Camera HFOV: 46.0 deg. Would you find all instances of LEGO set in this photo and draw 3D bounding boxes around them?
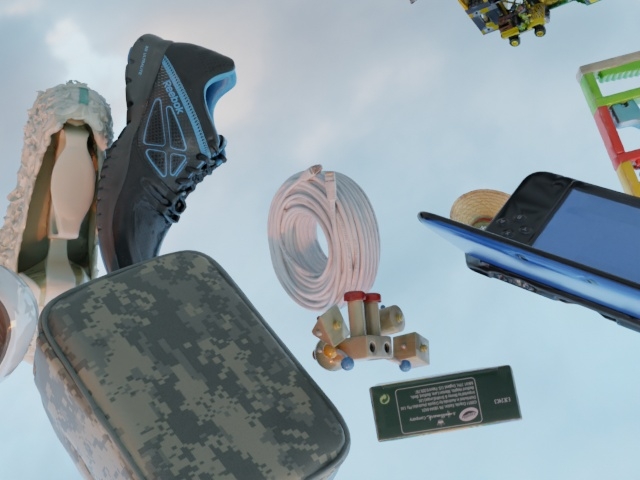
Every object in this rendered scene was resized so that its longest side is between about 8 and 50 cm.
[{"bbox_3d":[0.252,-0.447,0.993,0.255,0.192,0.331,-5,-118,41],"label":"LEGO set"}]

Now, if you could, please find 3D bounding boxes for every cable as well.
[{"bbox_3d":[0.000,0.000,1.356,0.089,0.257,0.257,-15,-179,-36],"label":"cable"}]

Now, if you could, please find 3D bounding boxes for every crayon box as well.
[{"bbox_3d":[0.188,0.254,1.200,0.203,0.323,0.083,-10,-100,4],"label":"crayon box"}]

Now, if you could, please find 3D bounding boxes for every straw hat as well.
[{"bbox_3d":[0.236,0.004,1.045,0.144,0.144,0.061,4,-137,35],"label":"straw hat"}]

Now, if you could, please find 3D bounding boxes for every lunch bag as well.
[{"bbox_3d":[-0.147,0.198,0.766,0.212,0.256,0.305,-23,-122,-39],"label":"lunch bag"}]

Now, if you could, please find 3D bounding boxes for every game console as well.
[{"bbox_3d":[0.291,-0.008,0.772,0.293,0.173,0.250,23,-123,33],"label":"game console"}]

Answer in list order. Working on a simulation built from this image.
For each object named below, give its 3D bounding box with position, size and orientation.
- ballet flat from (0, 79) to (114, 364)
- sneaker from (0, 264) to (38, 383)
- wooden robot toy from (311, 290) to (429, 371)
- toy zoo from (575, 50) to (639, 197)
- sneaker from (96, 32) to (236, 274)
[{"bbox_3d":[-0.349,-0.002,0.984,0.147,0.409,0.147,10,-165,-3],"label":"ballet flat"},{"bbox_3d":[-0.293,0.071,0.605,0.290,0.106,0.123,-29,-169,37],"label":"sneaker"},{"bbox_3d":[0.029,0.094,0.722,0.079,0.173,0.076,-20,-111,35],"label":"wooden robot toy"},{"bbox_3d":[0.491,-0.133,1.022,0.192,0.030,0.293,-14,-111,1],"label":"toy zoo"},{"bbox_3d":[-0.194,-0.097,0.958,0.139,0.125,0.341,8,-98,-2],"label":"sneaker"}]
